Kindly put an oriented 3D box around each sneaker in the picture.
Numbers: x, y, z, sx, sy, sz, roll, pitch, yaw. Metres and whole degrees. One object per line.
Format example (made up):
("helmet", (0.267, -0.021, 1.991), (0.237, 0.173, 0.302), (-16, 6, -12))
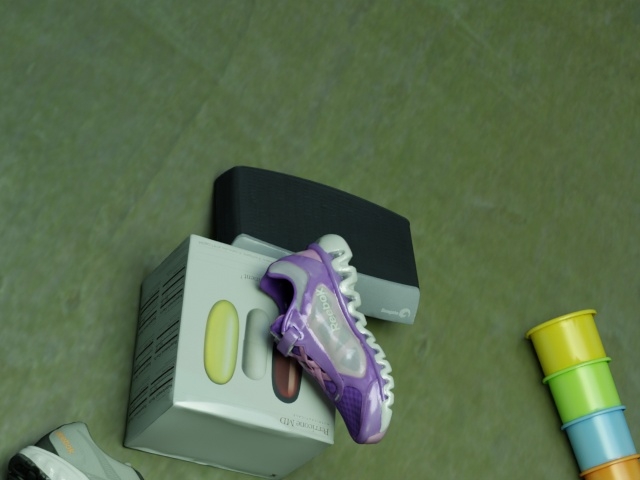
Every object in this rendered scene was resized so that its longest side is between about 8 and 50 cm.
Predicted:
("sneaker", (0.001, 0.110, 1.819), (0.104, 0.095, 0.236), (-9, 67, -26))
("sneaker", (-0.201, 0.300, 1.796), (0.271, 0.100, 0.108), (48, 50, 0))

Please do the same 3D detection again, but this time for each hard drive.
("hard drive", (0.000, 0.000, 2.041), (0.254, 0.054, 0.172), (17, 39, -19))

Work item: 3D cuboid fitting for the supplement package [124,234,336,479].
("supplement package", (-0.094, 0.133, 1.898), (0.194, 0.149, 0.203), (16, 60, -22))

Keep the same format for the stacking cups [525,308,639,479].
("stacking cups", (0.353, 0.245, 2.118), (0.096, 0.096, 0.316), (-13, 75, -32))
